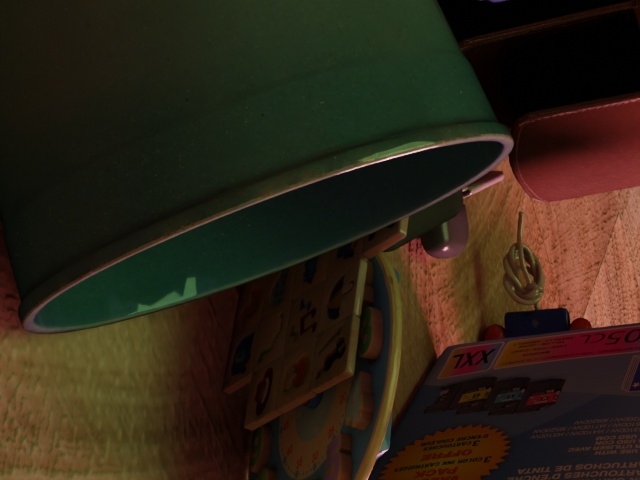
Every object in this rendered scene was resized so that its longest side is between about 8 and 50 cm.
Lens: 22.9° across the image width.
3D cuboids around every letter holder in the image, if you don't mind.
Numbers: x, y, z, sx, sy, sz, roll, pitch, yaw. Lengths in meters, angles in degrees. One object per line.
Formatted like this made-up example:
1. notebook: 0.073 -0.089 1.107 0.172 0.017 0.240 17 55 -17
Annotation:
1. letter holder: 0.173 -0.131 1.327 0.302 0.214 0.152 45 34 -75

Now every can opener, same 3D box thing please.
1. can opener: 0.088 -0.021 1.345 0.280 0.074 0.093 -17 99 -65

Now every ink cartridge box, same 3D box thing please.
1. ink cartridge box: 0.178 0.220 1.234 0.395 0.270 0.151 -53 128 -57

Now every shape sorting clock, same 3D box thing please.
1. shape sorting clock: -0.003 0.099 1.008 0.040 0.206 0.206 20 57 -18

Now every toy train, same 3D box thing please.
1. toy train: 0.226 0.106 1.584 0.143 0.105 0.248 37 49 -70

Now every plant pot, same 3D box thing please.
1. plant pot: -0.071 -0.116 0.842 0.271 0.271 0.255 -5 72 -65

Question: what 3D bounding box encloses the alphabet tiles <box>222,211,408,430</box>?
1. alphabet tiles: 0.000 0.000 1.031 0.009 0.198 0.237 24 55 -25

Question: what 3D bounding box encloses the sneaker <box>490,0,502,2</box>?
1. sneaker: 0.026 -0.170 1.005 0.129 0.330 0.147 -13 107 -30
